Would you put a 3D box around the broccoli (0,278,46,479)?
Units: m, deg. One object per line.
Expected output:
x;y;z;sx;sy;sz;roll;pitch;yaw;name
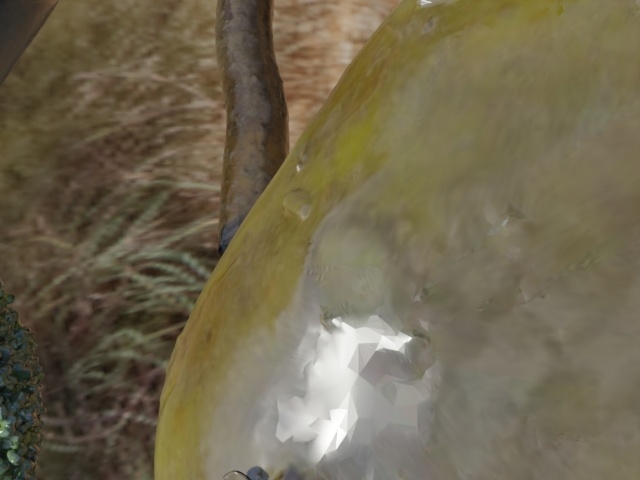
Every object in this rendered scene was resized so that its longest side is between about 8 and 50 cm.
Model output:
-0.283;0.135;1.226;0.235;0.260;0.288;18;100;23;broccoli

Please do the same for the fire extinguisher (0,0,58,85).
-0.223;0.034;0.693;0.376;0.200;0.113;-50;58;14;fire extinguisher

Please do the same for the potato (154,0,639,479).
0.066;0.021;0.561;0.191;0.141;0.296;35;97;22;potato

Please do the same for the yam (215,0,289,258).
-0.044;-0.125;1.250;0.045;0.045;0.327;-24;50;30;yam
